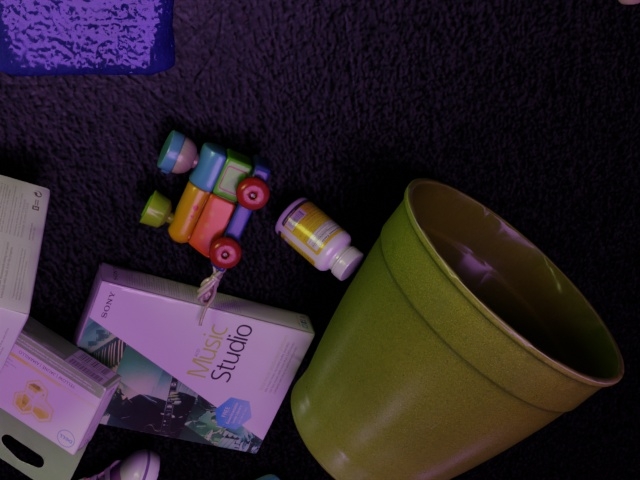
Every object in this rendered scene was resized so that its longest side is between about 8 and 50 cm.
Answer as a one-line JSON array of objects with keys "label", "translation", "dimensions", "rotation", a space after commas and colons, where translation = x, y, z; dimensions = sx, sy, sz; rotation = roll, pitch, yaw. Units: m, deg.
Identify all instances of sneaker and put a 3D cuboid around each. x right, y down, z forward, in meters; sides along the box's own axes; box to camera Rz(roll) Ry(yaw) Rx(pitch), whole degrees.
[{"label": "sneaker", "translation": [-0.374, 0.396, 1.437], "dimensions": [0.161, 0.102, 0.282], "rotation": [38, 104, -26]}]

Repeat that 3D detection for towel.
[{"label": "towel", "translation": [-0.275, -0.339, 1.073], "dimensions": [0.227, 0.076, 0.308], "rotation": [-1, 117, -10]}]

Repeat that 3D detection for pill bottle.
[{"label": "pill bottle", "translation": [0.000, 0.000, 1.300], "dimensions": [0.116, 0.065, 0.065], "rotation": [41, 107, 16]}]

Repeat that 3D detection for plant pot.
[{"label": "plant pot", "translation": [0.150, 0.166, 1.318], "dimensions": [0.366, 0.366, 0.353], "rotation": [29, 116, -27]}]

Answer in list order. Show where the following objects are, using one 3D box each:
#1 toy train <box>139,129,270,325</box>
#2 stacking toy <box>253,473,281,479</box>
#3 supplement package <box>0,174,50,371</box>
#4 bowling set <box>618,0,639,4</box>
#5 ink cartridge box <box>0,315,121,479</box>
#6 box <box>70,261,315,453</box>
[{"label": "toy train", "translation": [-0.173, -0.014, 1.257], "dimensions": [0.143, 0.105, 0.248], "rotation": [23, 106, -13]}, {"label": "stacking toy", "translation": [-0.060, 0.538, 1.588], "dimensions": [0.175, 0.166, 0.302], "rotation": [-34, 136, 1]}, {"label": "supplement package", "translation": [-0.481, 0.033, 1.119], "dimensions": [0.262, 0.199, 0.198], "rotation": [17, 133, -23]}, {"label": "bowling set", "translation": [0.424, -0.378, 1.166], "dimensions": [0.287, 0.200, 0.154], "rotation": [-16, 120, -11]}, {"label": "ink cartridge box", "translation": [-0.394, 0.238, 1.321], "dimensions": [0.171, 0.056, 0.235], "rotation": [31, 110, 6]}, {"label": "box", "translation": [-0.198, 0.178, 1.385], "dimensions": [0.322, 0.058, 0.232], "rotation": [16, 113, -20]}]
